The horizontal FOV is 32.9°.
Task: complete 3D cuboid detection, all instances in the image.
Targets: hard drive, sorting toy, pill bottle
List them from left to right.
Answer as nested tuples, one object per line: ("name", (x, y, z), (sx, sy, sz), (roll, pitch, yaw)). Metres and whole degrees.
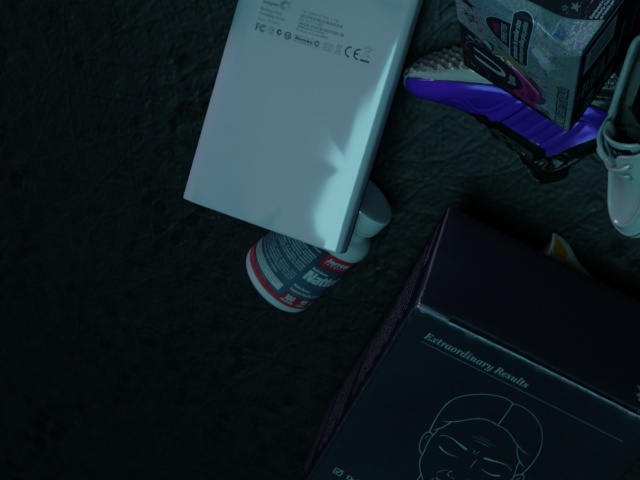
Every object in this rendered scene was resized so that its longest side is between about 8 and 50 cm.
("hard drive", (-0.022, -0.169, 1.271), (0.210, 0.040, 0.319), (20, 100, 15))
("pill bottle", (0.000, 0.000, 1.362), (0.108, 0.108, 0.180), (45, 121, -4))
("sorting toy", (0.288, 0.046, 1.323), (0.075, 0.045, 0.083), (29, 122, -17))

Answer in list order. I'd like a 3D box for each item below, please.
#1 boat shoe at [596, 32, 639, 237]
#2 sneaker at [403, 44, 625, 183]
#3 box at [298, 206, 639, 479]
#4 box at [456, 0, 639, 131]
("boat shoe", (0.317, -0.106, 1.090), (0.095, 0.084, 0.258), (47, 147, 45))
("sneaker", (0.233, -0.135, 1.218), (0.293, 0.102, 0.146), (8, 116, 17))
("box", (0.180, 0.214, 1.297), (0.293, 0.212, 0.395), (27, 126, -1))
("box", (0.226, -0.231, 1.027), (0.142, 0.247, 0.163), (37, 88, 15))
